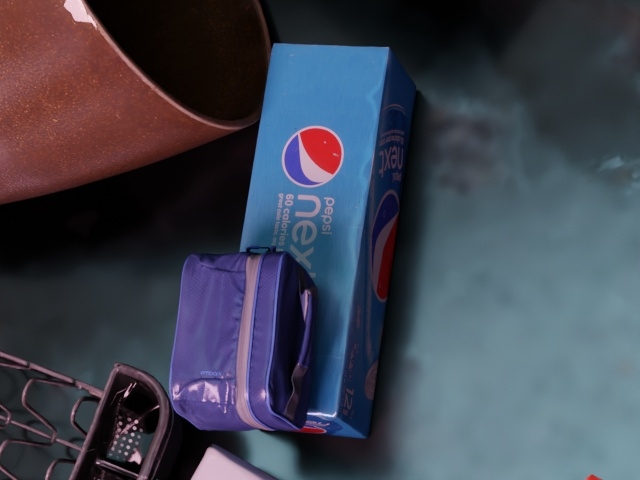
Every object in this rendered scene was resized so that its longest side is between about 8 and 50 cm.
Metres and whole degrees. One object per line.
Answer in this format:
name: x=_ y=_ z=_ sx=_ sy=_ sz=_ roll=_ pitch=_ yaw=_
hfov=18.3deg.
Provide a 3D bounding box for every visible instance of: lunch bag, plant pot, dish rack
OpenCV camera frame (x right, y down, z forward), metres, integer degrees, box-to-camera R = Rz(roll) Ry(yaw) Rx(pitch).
lunch bag: x=-0.034 y=0.049 z=1.027 sx=0.065 sy=0.067 sz=0.098 roll=0 pitch=73 yaw=17
plant pot: x=-0.182 y=-0.107 z=1.135 sx=0.230 sy=0.215 sz=0.215 roll=-29 pitch=67 yaw=24
dish rack: x=-0.222 y=0.143 z=1.128 sx=0.271 sy=0.074 sz=0.208 roll=18 pitch=80 yaw=21

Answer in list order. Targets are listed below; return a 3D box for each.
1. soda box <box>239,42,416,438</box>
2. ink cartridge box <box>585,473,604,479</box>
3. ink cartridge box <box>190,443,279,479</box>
soda box: x=0.000 y=0.000 z=1.104 sx=0.071 sy=0.067 sz=0.210 roll=4 pitch=76 yaw=18
ink cartridge box: x=0.192 y=0.245 z=0.927 sx=0.232 sy=0.066 sz=0.189 roll=29 pitch=84 yaw=-10
ink cartridge box: x=-0.002 y=0.309 z=1.014 sx=0.304 sy=0.072 sz=0.307 roll=27 pitch=85 yaw=19
